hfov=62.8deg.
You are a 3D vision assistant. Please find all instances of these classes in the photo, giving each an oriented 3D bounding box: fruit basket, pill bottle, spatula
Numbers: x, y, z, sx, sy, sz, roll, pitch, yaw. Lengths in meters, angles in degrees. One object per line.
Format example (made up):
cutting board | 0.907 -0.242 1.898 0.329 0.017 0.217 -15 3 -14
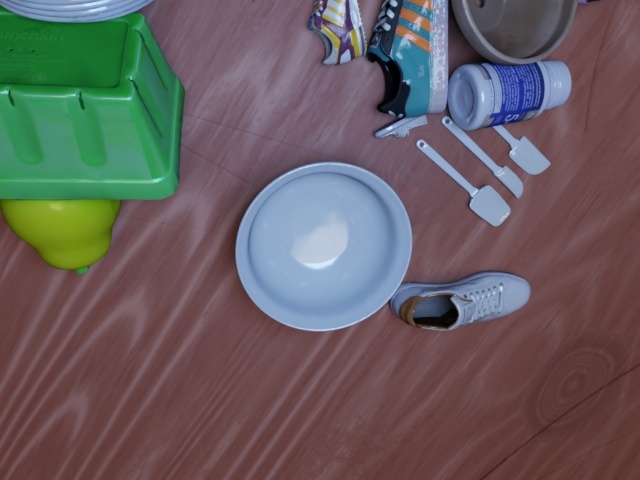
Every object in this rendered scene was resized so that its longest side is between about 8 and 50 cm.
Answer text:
fruit basket | -0.396 -0.136 0.798 0.393 0.282 0.392 -4 150 -2
pill bottle | 0.328 -0.258 0.907 0.187 0.112 0.111 -12 108 -13
spatula | 0.305 -0.155 0.988 0.242 0.019 0.168 37 99 -17

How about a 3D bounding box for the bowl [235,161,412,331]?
bowl | 0.000 0.000 0.927 0.298 0.134 0.297 -2 106 -8

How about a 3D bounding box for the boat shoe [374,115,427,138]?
boat shoe | 0.146 -0.201 0.942 0.100 0.035 0.035 -26 106 -7

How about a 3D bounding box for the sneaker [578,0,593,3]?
sneaker | 0.403 -0.533 0.832 0.112 0.131 0.318 -46 115 -40

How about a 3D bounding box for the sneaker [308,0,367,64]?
sneaker | 0.015 -0.380 0.848 0.084 0.069 0.185 -19 107 -3

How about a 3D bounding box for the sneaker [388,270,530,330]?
sneaker | 0.289 0.131 1.020 0.291 0.123 0.105 -7 106 -8

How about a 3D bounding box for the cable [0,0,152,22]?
cable | -0.337 -0.398 0.707 0.257 0.089 0.257 25 58 8

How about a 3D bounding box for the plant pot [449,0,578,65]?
plant pot | 0.290 -0.399 0.849 0.238 0.110 0.237 -3 98 -23

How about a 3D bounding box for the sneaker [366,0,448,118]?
sneaker | 0.135 -0.352 0.855 0.121 0.108 0.301 -9 106 -5
